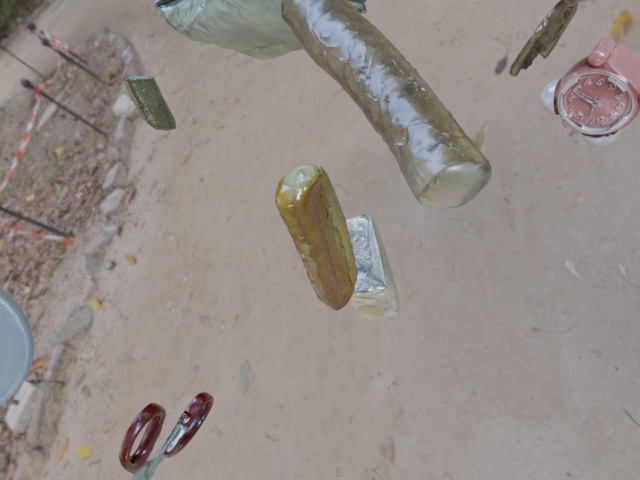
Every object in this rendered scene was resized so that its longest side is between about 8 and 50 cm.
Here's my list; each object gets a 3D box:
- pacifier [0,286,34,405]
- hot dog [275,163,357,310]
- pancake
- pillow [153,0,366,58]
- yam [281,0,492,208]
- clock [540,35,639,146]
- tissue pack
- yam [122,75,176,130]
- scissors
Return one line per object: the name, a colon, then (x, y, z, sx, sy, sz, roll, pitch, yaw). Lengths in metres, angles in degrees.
pacifier: (-0.465, 0.144, 0.504, 0.233, 0.299, 0.244, -130, 48, -65)
hot dog: (0.000, 0.000, 0.516, 0.047, 0.216, 0.066, 29, 69, 29)
pancake: (0.387, -0.344, 0.882, 0.020, 0.184, 0.190, 42, 83, 15)
pillow: (-0.113, -0.427, 0.932, 0.283, 0.309, 0.139, -9, 84, 43)
yam: (0.051, -0.168, 0.523, 0.081, 0.081, 0.357, -40, 56, 19)
clock: (0.512, -0.267, 0.930, 0.093, 0.165, 0.162, -49, -3, -33)
tissue pack: (0.086, 0.058, 0.953, 0.092, 0.196, 0.149, -14, 65, 8)
yam: (-0.387, -0.311, 1.147, 0.069, 0.147, 0.070, -11, 39, 9)
scissors: (-0.209, 0.283, 0.557, 0.017, 0.144, 0.248, 28, 89, 20)
